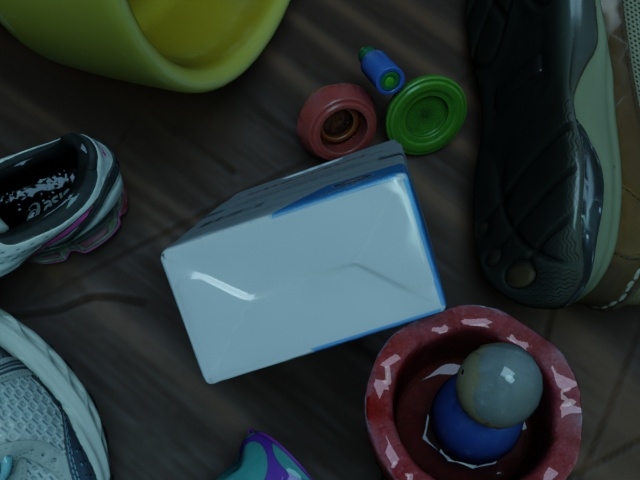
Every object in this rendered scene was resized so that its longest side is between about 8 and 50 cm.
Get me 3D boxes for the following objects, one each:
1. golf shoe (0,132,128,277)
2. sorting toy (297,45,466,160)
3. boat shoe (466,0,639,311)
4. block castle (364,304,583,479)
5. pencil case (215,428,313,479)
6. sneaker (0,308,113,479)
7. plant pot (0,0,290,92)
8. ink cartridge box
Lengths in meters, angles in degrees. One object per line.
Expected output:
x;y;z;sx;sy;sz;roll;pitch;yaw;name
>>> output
-0.188;0.001;0.467;0.186;0.086;0.067;-35;78;-14;golf shoe
0.032;-0.082;0.538;0.102;0.061;0.042;-9;38;-15;sorting toy
0.161;-0.113;0.529;0.120;0.122;0.323;10;75;-18;boat shoe
0.072;0.274;0.290;0.303;0.212;0.453;24;64;12;block castle
-0.063;0.162;0.432;0.152;0.064;0.070;-43;37;-18;pencil case
-0.195;0.057;0.381;0.110;0.122;0.283;-30;107;7;sneaker
-0.148;-0.220;0.476;0.239;0.254;0.254;13;70;17;plant pot
0.000;0.000;0.444;0.104;0.180;0.060;-18;98;8;ink cartridge box
